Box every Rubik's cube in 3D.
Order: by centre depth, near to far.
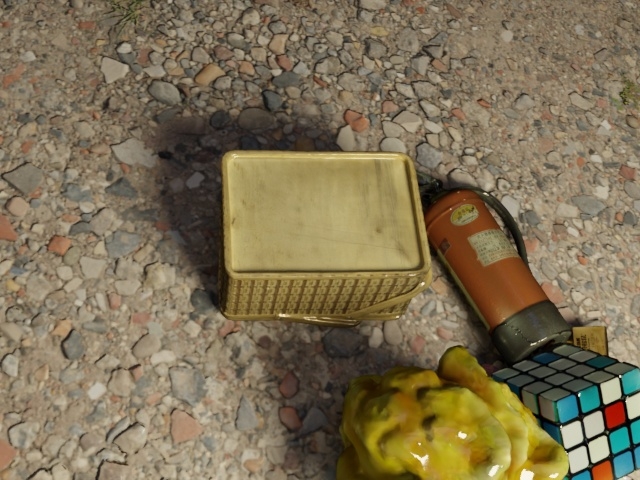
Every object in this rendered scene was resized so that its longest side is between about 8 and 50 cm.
[{"bbox_3d":[0.358,0.253,1.192,0.154,0.155,0.151,-17,104,-21],"label":"Rubik's cube"}]

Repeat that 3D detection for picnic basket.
[{"bbox_3d":[0.000,0.000,1.283,0.313,0.175,0.228,0,61,-9],"label":"picnic basket"}]

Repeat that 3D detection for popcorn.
[{"bbox_3d":[0.170,0.282,1.099,0.326,0.290,0.321,16,48,-38],"label":"popcorn"}]

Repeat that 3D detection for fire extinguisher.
[{"bbox_3d":[0.274,0.029,1.375,0.200,0.113,0.376,12,42,-55],"label":"fire extinguisher"}]

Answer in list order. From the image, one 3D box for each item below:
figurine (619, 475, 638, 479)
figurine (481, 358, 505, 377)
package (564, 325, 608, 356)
[{"bbox_3d":[0.399,0.407,1.151,0.184,0.128,0.208,-28,33,-26],"label":"figurine"},{"bbox_3d":[0.245,0.227,1.274,0.072,0.054,0.129,42,58,17],"label":"figurine"},{"bbox_3d":[0.398,0.178,1.339,0.131,0.047,0.071,-5,55,14],"label":"package"}]
